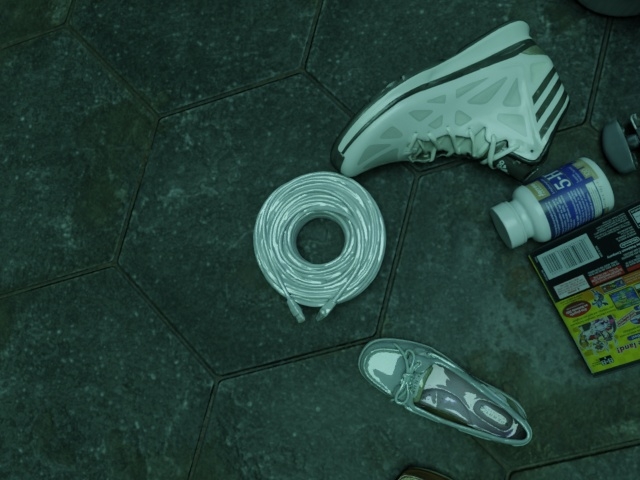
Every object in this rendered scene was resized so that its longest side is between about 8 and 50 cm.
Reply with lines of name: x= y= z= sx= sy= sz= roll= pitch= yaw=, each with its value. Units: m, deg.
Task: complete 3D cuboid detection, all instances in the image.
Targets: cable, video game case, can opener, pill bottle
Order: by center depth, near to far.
video game case: x=0.528 y=0.073 z=0.949 sx=0.275 sy=0.035 sz=0.248 roll=-34 pitch=75 yaw=39
pill bottle: x=0.411 y=-0.061 z=1.021 sx=0.187 sy=0.112 sz=0.112 roll=-26 pitch=79 yaw=5
can opener: x=0.600 y=-0.095 z=1.027 sx=0.095 sy=0.076 sz=0.283 roll=-24 pitch=77 yaw=38
cable: x=0.000 y=0.000 z=1.096 sx=0.257 sy=0.089 sz=0.257 roll=-38 pitch=77 yaw=2

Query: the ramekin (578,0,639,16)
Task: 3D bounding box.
ramekin: x=0.579 y=-0.548 z=1.052 sx=0.273 sy=0.127 sz=0.272 roll=-1 pitch=83 yaw=9

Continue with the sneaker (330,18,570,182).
sneaker: x=0.254 y=-0.190 z=1.029 sx=0.447 sy=0.169 sz=0.257 roll=-32 pitch=77 yaw=-1

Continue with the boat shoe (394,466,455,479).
boat shoe: x=0.260 y=0.519 z=0.963 sx=0.324 sy=0.120 sz=0.122 roll=36 pitch=89 yaw=12

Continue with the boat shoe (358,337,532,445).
boat shoe: x=0.217 y=0.269 z=1.013 sx=0.320 sy=0.103 sz=0.118 roll=27 pitch=87 yaw=12
